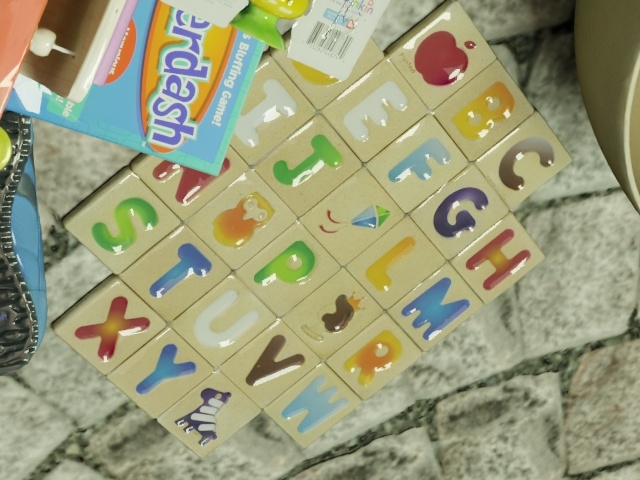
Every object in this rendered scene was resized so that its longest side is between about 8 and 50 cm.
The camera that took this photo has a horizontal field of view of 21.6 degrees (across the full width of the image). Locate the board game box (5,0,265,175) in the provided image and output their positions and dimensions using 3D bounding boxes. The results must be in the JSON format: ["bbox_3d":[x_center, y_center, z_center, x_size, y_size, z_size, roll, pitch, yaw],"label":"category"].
[{"bbox_3d":[-0.127,-0.142,0.945,0.210,0.047,0.160,16,96,-32],"label":"board game box"}]

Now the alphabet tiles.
[{"bbox_3d":[0.000,0.000,1.144,0.342,0.011,0.285,-39,128,4],"label":"alphabet tiles"}]

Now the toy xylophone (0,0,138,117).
[{"bbox_3d":[-0.244,-0.151,0.824,0.322,0.081,0.236,14,96,-12],"label":"toy xylophone"}]

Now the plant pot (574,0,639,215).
[{"bbox_3d":[0.272,-0.145,1.053,0.284,0.191,0.284,-11,125,-16],"label":"plant pot"}]

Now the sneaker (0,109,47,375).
[{"bbox_3d":[-0.203,-0.025,1.014,0.069,0.082,0.209,-4,105,-6],"label":"sneaker"}]

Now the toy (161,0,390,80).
[{"bbox_3d":[0.009,-0.221,0.934,0.137,0.056,0.237,20,101,-36],"label":"toy"}]
